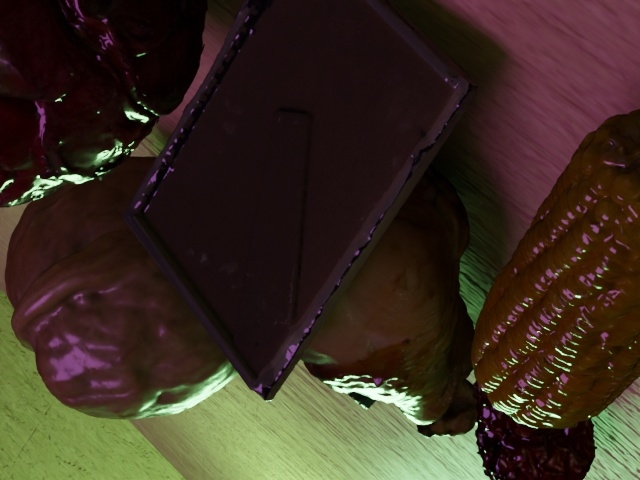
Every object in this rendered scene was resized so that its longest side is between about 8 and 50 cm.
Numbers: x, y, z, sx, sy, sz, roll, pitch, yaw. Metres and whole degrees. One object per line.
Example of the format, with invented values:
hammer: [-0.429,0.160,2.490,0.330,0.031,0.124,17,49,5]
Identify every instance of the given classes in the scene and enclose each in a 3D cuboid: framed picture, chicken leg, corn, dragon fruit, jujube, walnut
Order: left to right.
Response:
dragon fruit: [-0.246,-0.185,1.197,0.329,0.329,0.329,43,161,18]
walnut: [-0.207,0.054,1.628,0.285,0.285,0.296,95,153,-66]
framed picture: [-0.027,-0.056,1.042,0.209,0.019,0.281,51,121,31]
chicken leg: [0.034,0.039,1.248,0.295,0.182,0.409,30,169,39]
jujube: [0.176,0.146,1.215,0.104,0.104,0.166,36,149,36]
corn: [0.171,0.033,0.945,0.120,0.120,0.363,45,162,14]

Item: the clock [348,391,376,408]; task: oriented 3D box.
clock: [-0.008,0.074,1.481,0.215,0.042,0.215,49,-179,-1]
